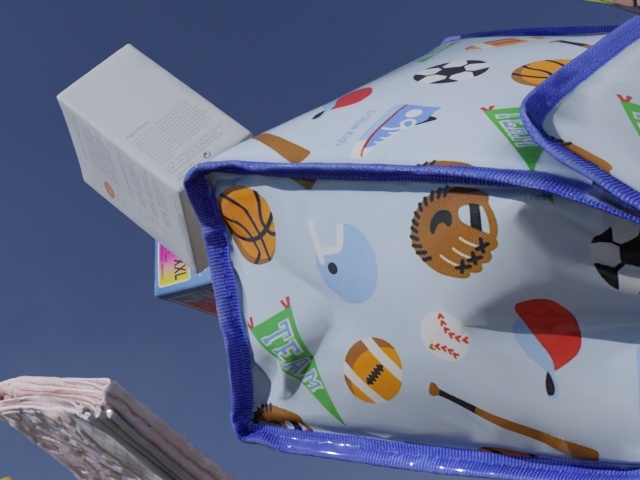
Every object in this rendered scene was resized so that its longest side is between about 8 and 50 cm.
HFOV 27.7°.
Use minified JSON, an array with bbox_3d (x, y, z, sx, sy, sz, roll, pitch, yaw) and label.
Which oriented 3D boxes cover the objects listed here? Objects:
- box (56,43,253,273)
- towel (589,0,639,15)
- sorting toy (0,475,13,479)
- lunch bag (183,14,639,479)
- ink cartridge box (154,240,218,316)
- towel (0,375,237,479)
[{"bbox_3d":[-0.146,-0.076,1.207,0.091,0.170,0.130,-41,-28,-22],"label":"box"},{"bbox_3d":[0.118,-0.140,0.559,0.009,0.060,0.083,-21,-63,-28],"label":"towel"},{"bbox_3d":[-0.153,0.291,0.926,0.046,0.274,0.132,-21,0,-27],"label":"sorting toy"},{"bbox_3d":[0.168,-0.014,0.791,0.385,0.239,0.328,5,25,38],"label":"lunch bag"},{"bbox_3d":[0.000,0.000,1.820,0.395,0.151,0.270,-16,-22,30],"label":"ink cartridge box"},{"bbox_3d":[-0.171,0.257,1.360,0.332,0.053,0.317,44,-24,-20],"label":"towel"}]
